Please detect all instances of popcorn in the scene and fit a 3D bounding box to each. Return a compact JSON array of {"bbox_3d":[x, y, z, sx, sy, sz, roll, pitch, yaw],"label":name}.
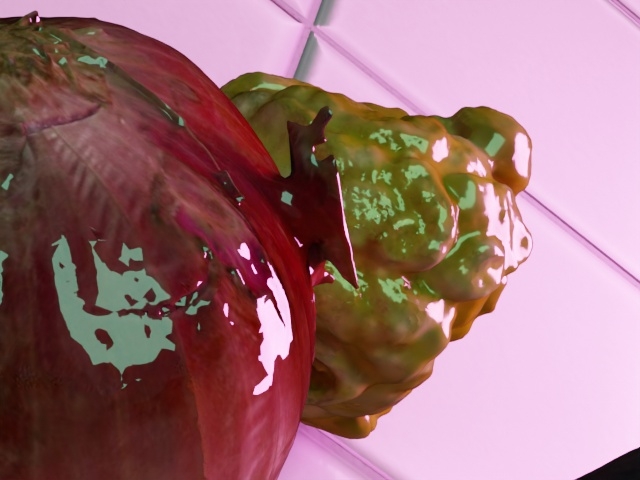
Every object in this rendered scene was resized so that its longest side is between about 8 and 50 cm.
[{"bbox_3d":[0.000,0.000,1.219,0.242,0.250,0.235,-12,73,-49],"label":"popcorn"}]

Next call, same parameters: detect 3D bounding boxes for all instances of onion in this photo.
[{"bbox_3d":[-0.156,0.033,0.960,0.354,0.353,0.353,28,40,-26],"label":"onion"}]

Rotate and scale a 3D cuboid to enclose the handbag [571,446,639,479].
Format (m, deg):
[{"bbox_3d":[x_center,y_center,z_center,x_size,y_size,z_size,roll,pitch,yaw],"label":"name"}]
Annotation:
[{"bbox_3d":[0.260,0.195,1.293,0.275,0.178,0.302,26,21,37],"label":"handbag"}]
